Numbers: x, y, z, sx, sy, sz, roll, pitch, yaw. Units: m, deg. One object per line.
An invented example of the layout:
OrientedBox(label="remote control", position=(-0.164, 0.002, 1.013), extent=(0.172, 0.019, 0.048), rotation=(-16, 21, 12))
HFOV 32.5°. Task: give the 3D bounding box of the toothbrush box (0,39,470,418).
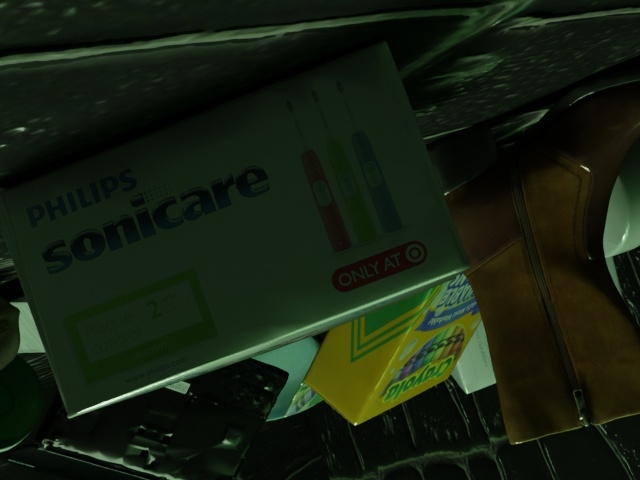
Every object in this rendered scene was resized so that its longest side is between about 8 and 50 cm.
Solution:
OrientedBox(label="toothbrush box", position=(-0.032, 0.002, 0.648), extent=(0.206, 0.122, 0.283), rotation=(-21, 174, 3))

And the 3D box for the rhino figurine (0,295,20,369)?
OrientedBox(label="rhino figurine", position=(-0.301, 0.100, 0.855), extent=(0.106, 0.073, 0.243), rotation=(-31, 179, -35))

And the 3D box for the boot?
OrientedBox(label="boot", position=(0.241, 0.012, 0.929), extent=(0.264, 0.281, 0.096), rotation=(-21, 176, 8))

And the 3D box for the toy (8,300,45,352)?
OrientedBox(label="toy", position=(-0.166, 0.051, 0.923), extent=(0.237, 0.056, 0.137), rotation=(1, 156, 0))

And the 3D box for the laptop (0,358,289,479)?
OrientedBox(label="laptop", position=(-0.208, 0.201, 1.247), extent=(0.234, 0.264, 0.136), rotation=(22, -168, -25))

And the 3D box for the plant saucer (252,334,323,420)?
OrientedBox(label="plant saucer", position=(-0.139, 0.125, 1.241), extent=(0.317, 0.044, 0.318), rotation=(4, 146, 2))

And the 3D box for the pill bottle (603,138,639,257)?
OrientedBox(label="pill bottle", position=(0.369, -0.086, 1.078), extent=(0.278, 0.162, 0.162), rotation=(-19, 175, -21))

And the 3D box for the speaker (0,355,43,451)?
OrientedBox(label="speaker", position=(-0.469, 0.225, 1.385), extent=(0.131, 0.131, 0.296), rotation=(-16, 174, -46))

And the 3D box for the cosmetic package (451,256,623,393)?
OrientedBox(label="cosmetic package", position=(0.234, 0.033, 1.353), extent=(0.224, 0.224, 0.138), rotation=(-21, -162, -5))

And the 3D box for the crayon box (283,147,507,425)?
OrientedBox(label="crayon box", position=(0.107, 0.065, 1.165), extent=(0.203, 0.083, 0.323), rotation=(-15, 137, -54))
